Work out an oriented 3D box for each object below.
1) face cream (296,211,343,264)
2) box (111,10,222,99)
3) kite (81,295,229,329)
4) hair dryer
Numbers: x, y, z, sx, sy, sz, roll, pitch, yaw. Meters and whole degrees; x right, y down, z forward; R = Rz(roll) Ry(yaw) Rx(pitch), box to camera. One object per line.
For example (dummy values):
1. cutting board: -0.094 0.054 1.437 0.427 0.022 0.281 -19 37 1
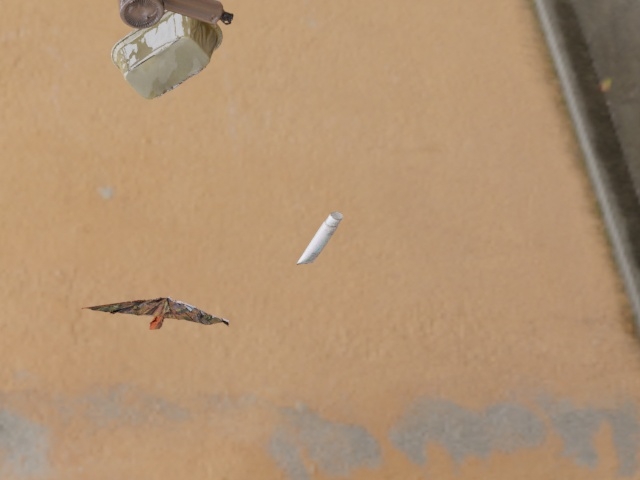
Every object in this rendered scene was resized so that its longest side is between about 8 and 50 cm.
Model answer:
1. face cream: 0.000 0.000 1.732 0.020 0.038 0.115 54 130 27
2. box: -0.241 -0.297 1.705 0.177 0.111 0.111 -29 54 17
3. kite: -0.259 0.115 1.723 0.189 0.232 0.009 -106 23 -78
4. hair dryer: -0.209 -0.348 1.568 0.064 0.181 0.117 -50 40 38
